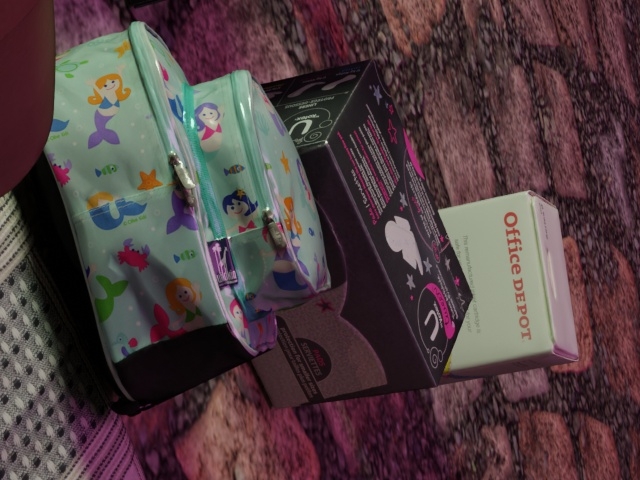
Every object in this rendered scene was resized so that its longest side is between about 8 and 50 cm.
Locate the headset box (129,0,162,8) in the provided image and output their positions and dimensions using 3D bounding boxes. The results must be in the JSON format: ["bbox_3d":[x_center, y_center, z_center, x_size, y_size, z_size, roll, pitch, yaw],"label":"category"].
[{"bbox_3d":[-0.060,-0.339,1.599,0.131,0.246,0.283,-40,116,-65],"label":"headset box"}]

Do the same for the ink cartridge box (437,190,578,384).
[{"bbox_3d":[0.121,0.053,1.860,0.093,0.212,0.154,19,61,-64],"label":"ink cartridge box"}]

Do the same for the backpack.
[{"bbox_3d":[-0.106,-0.028,1.397,0.253,0.191,0.225,64,4,3],"label":"backpack"}]

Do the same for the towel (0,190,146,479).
[{"bbox_3d":[-0.216,0.125,1.239,0.312,0.056,0.324,69,25,-20],"label":"towel"}]

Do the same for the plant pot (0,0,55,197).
[{"bbox_3d":[-0.247,-0.126,1.100,0.229,0.263,0.263,79,13,-54],"label":"plant pot"}]

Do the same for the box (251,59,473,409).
[{"bbox_3d":[0.000,0.000,1.669,0.247,0.163,0.142,66,29,-25],"label":"box"}]
